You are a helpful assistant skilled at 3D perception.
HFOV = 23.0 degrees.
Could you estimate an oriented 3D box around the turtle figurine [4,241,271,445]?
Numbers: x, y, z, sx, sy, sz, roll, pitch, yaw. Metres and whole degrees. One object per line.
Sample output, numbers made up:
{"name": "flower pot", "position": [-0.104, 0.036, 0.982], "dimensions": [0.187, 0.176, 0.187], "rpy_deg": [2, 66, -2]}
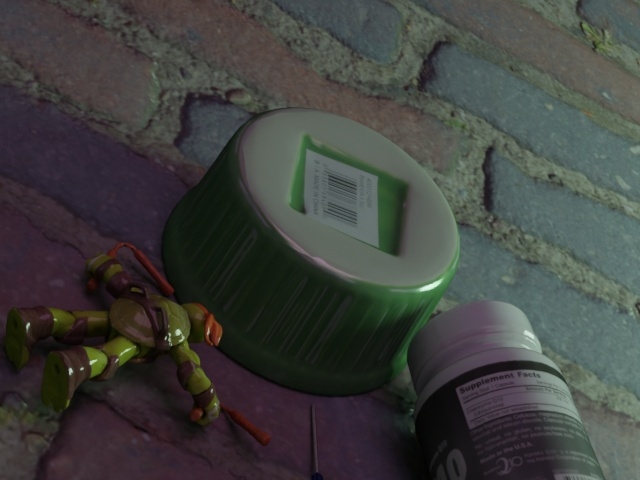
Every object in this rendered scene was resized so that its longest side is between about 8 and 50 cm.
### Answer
{"name": "turtle figurine", "position": [-0.171, 0.098, 1.482], "dimensions": [0.217, 0.087, 0.269], "rpy_deg": [-12, 56, -43]}

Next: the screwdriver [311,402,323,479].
{"name": "screwdriver", "position": [-0.006, 0.216, 1.527], "dimensions": [0.025, 0.024, 0.170], "rpy_deg": [44, 25, -36]}

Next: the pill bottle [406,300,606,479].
{"name": "pill bottle", "position": [0.184, 0.210, 1.557], "dimensions": [0.161, 0.161, 0.283], "rpy_deg": [10, 43, -28]}

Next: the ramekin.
{"name": "ramekin", "position": [0.000, 0.000, 1.663], "dimensions": [0.303, 0.148, 0.303], "rpy_deg": [20, 39, -17]}
